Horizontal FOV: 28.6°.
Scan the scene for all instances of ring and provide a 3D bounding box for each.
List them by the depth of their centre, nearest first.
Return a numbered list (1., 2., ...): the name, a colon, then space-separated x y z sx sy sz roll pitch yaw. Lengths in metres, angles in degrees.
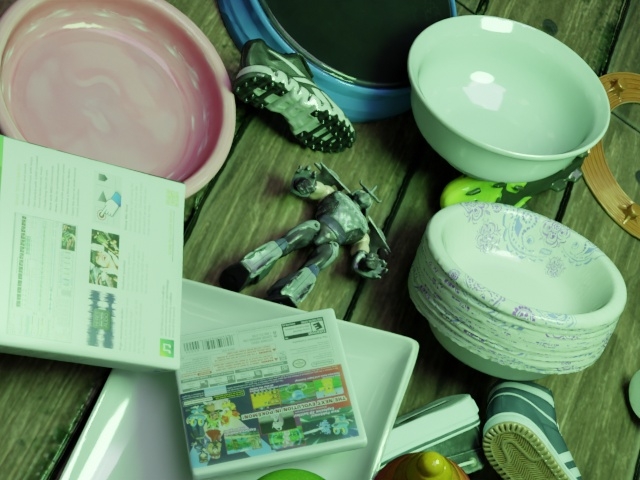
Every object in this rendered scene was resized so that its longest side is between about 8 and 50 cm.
1. ring: 0.564 -0.139 2.101 0.337 0.032 0.336 12 63 -24

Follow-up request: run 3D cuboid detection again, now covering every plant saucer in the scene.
1. plant saucer: -0.274 -0.178 1.614 0.332 0.084 0.332 12 62 -23

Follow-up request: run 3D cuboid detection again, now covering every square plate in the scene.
1. square plate: -0.094 0.224 1.471 0.347 0.049 0.344 14 57 11

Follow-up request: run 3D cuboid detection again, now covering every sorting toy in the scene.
1. sorting toy: -0.007 0.277 1.328 0.365 0.126 0.127 -8 57 -7

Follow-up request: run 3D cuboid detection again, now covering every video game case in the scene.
1. video game case: -0.063 0.176 1.460 0.201 0.023 0.183 -10 55 -7

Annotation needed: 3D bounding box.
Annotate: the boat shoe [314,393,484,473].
1. boat shoe: 0.081 0.297 1.561 0.335 0.121 0.119 -19 87 -29

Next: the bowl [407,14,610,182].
1. bowl: 0.251 -0.180 1.801 0.298 0.134 0.298 9 48 -10

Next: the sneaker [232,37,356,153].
1. sneaker: -0.030 -0.206 1.737 0.234 0.078 0.106 31 44 -42

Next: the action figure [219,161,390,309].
1. action figure: 0.000 0.000 1.677 0.185 0.099 0.285 45 50 3

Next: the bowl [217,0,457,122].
1. bowl: 0.035 -0.365 1.883 0.391 0.077 0.391 12 62 -24

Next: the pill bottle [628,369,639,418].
1. pill bottle: 0.555 0.224 1.872 0.180 0.108 0.108 -1 68 -30

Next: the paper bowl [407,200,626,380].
1. paper bowl: 0.258 0.080 1.707 0.284 0.148 0.284 14 30 -8

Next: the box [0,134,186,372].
1. box: -0.295 0.016 1.397 0.322 0.058 0.232 15 69 -42

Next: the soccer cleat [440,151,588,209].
1. soccer cleat: 0.278 -0.104 1.905 0.289 0.093 0.121 -23 49 -31

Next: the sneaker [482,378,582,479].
1. sneaker: 0.307 0.309 1.697 0.282 0.099 0.153 56 20 -21
